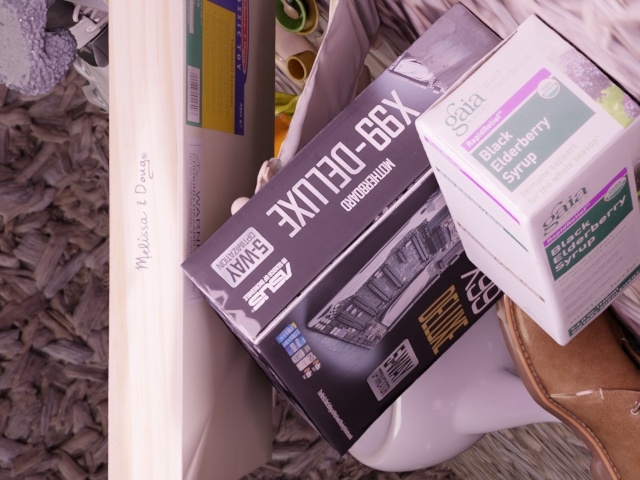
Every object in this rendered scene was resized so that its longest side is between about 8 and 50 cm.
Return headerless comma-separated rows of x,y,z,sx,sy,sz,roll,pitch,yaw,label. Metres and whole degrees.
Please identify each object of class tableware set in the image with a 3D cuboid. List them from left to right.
-0.057,-0.190,1.593,0.154,0.024,0.104,44,141,12,tableware set

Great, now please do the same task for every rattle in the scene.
-0.068,-0.149,1.683,0.199,0.142,0.130,44,-163,-54,rattle

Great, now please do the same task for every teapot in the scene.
0.105,0.082,1.826,0.252,0.187,0.256,142,115,-65,teapot

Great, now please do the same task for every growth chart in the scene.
-0.002,-0.079,1.360,0.021,0.237,0.172,15,156,13,growth chart

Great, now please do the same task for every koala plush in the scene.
-0.280,-0.284,1.873,0.196,0.221,0.203,21,128,16,koala plush

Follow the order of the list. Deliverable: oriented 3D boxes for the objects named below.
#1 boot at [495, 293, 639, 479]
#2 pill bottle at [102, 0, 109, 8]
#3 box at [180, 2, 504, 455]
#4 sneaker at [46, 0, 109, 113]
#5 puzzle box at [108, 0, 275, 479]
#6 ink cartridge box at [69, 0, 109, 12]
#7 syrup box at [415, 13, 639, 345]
0.243,0.110,1.563,0.115,0.112,0.305,-6,130,44,boot
-0.151,-0.240,1.783,0.184,0.103,0.103,50,173,-30,pill bottle
0.049,0.004,1.346,0.076,0.242,0.307,44,173,21,box
-0.248,-0.257,2.423,0.146,0.122,0.330,21,160,32,sneaker
-0.083,-0.036,1.358,0.052,0.409,0.272,0,180,11,puzzle box
-0.245,-0.311,2.133,0.239,0.060,0.275,11,-158,-46,ink cartridge box
0.138,-0.030,1.203,0.096,0.093,0.237,44,174,22,syrup box
